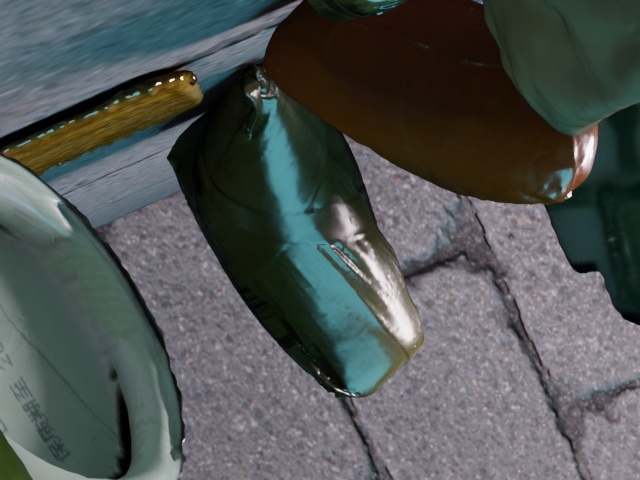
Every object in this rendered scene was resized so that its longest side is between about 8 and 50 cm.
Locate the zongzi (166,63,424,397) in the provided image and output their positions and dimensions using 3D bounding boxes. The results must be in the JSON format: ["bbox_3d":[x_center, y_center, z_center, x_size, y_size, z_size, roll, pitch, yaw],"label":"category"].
[{"bbox_3d":[0.000,0.000,1.182,0.123,0.260,0.289,-33,-175,-11],"label":"zongzi"}]

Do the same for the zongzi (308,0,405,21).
[{"bbox_3d":[0.032,-0.120,0.624,0.083,0.040,0.076,-44,-167,-8],"label":"zongzi"}]

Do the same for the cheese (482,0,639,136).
[{"bbox_3d":[0.212,-0.152,0.639,0.326,0.115,0.318,-24,-179,-15],"label":"cheese"}]

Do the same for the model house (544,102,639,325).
[{"bbox_3d":[0.303,-0.117,1.300,0.252,0.294,0.329,-19,-179,17],"label":"model house"}]

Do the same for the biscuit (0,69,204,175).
[{"bbox_3d":[-0.176,-0.045,0.958,0.232,0.013,0.237,-24,-179,-1],"label":"biscuit"}]

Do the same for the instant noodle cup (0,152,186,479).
[{"bbox_3d":[-0.240,0.111,0.761,0.312,0.284,0.284,-33,179,21],"label":"instant noodle cup"}]

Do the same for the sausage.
[{"bbox_3d":[0.053,-0.077,0.787,0.179,0.089,0.089,25,-154,22],"label":"sausage"}]

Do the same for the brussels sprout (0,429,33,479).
[{"bbox_3d":[-0.201,0.128,0.310,0.344,0.268,0.344,-16,-179,0],"label":"brussels sprout"}]
